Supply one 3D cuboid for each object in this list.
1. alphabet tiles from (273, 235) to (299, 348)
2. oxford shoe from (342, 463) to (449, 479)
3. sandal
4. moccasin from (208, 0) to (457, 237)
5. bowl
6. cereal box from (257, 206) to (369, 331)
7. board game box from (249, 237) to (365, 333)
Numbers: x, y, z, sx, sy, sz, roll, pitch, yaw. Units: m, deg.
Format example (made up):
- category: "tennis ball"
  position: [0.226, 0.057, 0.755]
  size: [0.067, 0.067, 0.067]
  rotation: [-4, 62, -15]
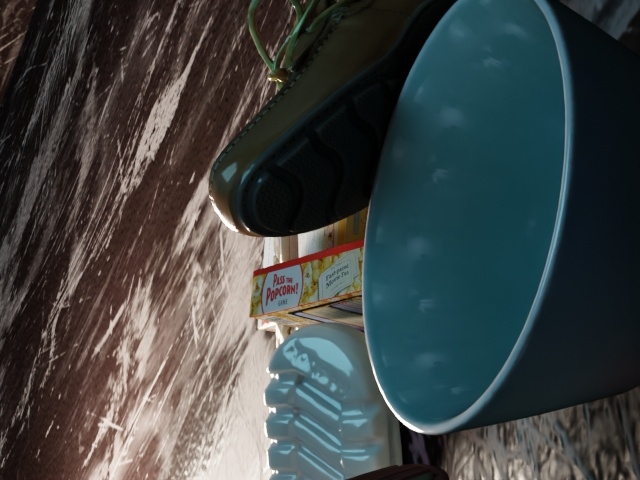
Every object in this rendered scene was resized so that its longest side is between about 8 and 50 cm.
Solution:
- category: "alphabet tiles"
  position: [-0.031, 0.102, 1.634]
  size: [0.278, 0.021, 0.284]
  rotation: [-138, 45, -83]
- category: "oxford shoe"
  position: [0.006, 0.246, 1.228]
  size: [0.348, 0.123, 0.130]
  rotation: [-38, 70, 59]
- category: "sandal"
  position: [0.033, 0.267, 1.472]
  size: [0.169, 0.102, 0.416]
  rotation: [18, 114, 37]
- category: "moccasin"
  position: [0.027, -0.144, 1.367]
  size: [0.380, 0.147, 0.139]
  rotation: [-53, -31, -29]
- category: "bowl"
  position: [0.163, -0.013, 1.179]
  size: [0.311, 0.163, 0.311]
  rotation: [-171, 90, -70]
- category: "cereal box"
  position: [0.000, 0.000, 1.777]
  size: [0.240, 0.047, 0.173]
  rotation: [160, 117, -68]
- category: "board game box"
  position: [0.054, 0.045, 1.417]
  size: [0.193, 0.147, 0.045]
  rotation: [-16, 65, 54]
